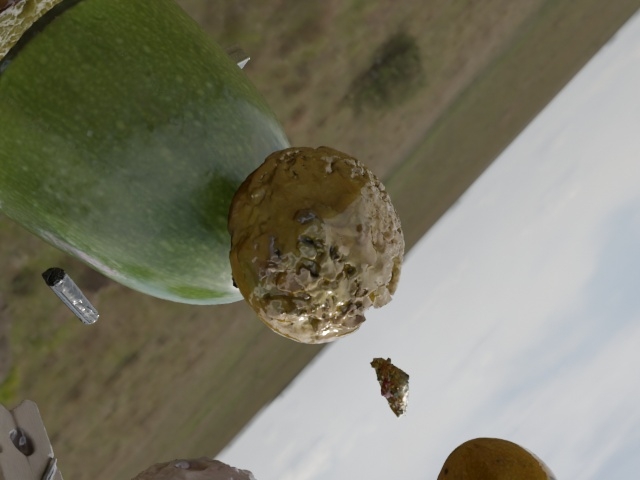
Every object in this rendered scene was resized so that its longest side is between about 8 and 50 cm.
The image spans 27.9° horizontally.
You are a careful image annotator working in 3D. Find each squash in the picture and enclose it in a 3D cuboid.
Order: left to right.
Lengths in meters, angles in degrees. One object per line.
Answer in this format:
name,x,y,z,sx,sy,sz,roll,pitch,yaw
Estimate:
squash,-0.157,-0.068,1.338,0.310,0.309,0.310,-46,163,-18

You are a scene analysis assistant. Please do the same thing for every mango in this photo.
mango,0.205,0.321,1.366,0.157,0.262,0.109,-46,134,15

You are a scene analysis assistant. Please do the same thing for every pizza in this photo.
pizza,0.088,0.178,1.608,0.025,0.083,0.078,-17,164,-20

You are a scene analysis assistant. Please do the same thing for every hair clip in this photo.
hair clip,-0.339,0.305,1.463,0.101,0.331,0.085,18,113,-38

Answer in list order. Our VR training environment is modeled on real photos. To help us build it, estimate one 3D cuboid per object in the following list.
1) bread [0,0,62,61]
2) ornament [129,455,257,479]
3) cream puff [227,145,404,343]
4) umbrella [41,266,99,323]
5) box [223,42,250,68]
bread,-0.397,-0.263,1.423,0.340,0.179,0.194,-39,164,-24
ornament,-0.165,0.393,1.556,0.225,0.259,0.259,-1,141,-48
cream puff,0.000,0.000,1.175,0.129,0.189,0.189,-22,-163,48
umbrella,-0.344,0.076,1.779,0.031,0.036,0.133,-33,145,-5
box,-0.160,-0.256,1.984,0.079,0.035,0.083,-39,174,-48
